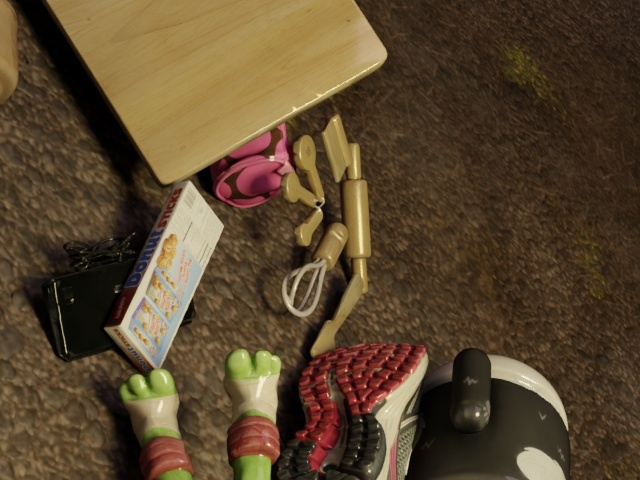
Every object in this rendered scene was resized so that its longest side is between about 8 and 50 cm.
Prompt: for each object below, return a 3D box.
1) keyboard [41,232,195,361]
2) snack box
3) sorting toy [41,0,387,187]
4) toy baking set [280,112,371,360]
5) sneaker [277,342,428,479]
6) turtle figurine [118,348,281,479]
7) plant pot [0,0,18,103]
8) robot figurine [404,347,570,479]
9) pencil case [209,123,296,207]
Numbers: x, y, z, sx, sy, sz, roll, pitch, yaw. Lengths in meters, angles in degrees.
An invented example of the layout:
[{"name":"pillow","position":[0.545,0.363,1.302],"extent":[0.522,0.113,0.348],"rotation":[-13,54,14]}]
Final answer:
[{"name":"keyboard","position":[-0.185,0.044,1.448],"extent":[0.192,0.038,0.100],"rotation":[-14,96,-59]},{"name":"snack box","position":[-0.138,0.031,1.467],"extent":[0.064,0.022,0.178],"rotation":[56,40,-35]},{"name":"sorting toy","position":[-0.113,-0.209,1.597],"extent":[0.257,0.089,0.255],"rotation":[-31,82,-14]},{"name":"toy baking set","position":[0.003,-0.002,1.680],"extent":[0.197,0.030,0.256],"rotation":[-12,98,-63]},{"name":"sneaker","position":[0.032,0.192,1.536],"extent":[0.299,0.121,0.112],"rotation":[-60,141,-57]},{"name":"turtle figurine","position":[-0.090,0.199,1.267],"extent":[0.275,0.198,0.266],"rotation":[31,34,-40]},{"name":"plant pot","position":[-0.335,-0.046,1.145],"extent":[0.263,0.263,0.229],"rotation":[4,75,-52]},{"name":"robot figurine","position":[0.154,0.234,1.587],"extent":[0.174,0.209,0.278],"rotation":[31,34,-12]},{"name":"pencil case","position":[-0.074,-0.139,1.687],"extent":[0.095,0.098,0.209],"rotation":[57,21,-58]}]
